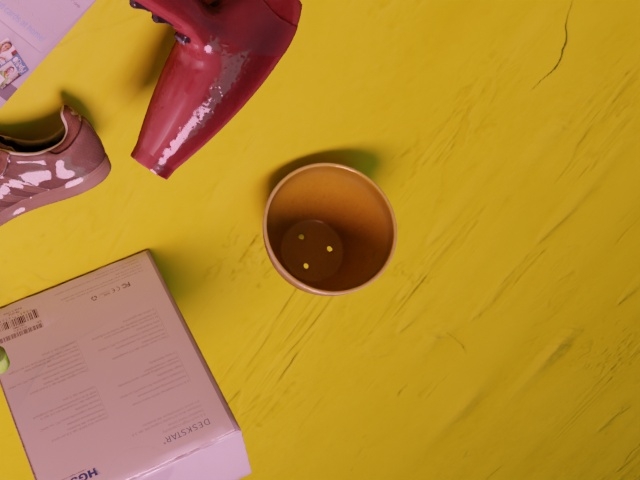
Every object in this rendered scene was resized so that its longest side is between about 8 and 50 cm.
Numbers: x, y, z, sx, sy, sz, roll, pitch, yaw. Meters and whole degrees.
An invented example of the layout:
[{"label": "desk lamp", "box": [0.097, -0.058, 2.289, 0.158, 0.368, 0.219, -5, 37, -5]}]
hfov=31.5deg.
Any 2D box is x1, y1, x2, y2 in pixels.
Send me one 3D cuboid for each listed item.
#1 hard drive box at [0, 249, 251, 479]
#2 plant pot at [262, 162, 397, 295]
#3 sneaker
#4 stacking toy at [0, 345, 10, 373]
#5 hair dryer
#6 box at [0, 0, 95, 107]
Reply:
[{"label": "hard drive box", "box": [-0.196, 0.146, 1.068, 0.181, 0.232, 0.089, -22, 144, -13]}, {"label": "plant pot", "box": [0.000, 0.000, 1.150, 0.134, 0.134, 0.095, -19, 169, -18]}, {"label": "sneaker", "box": [-0.271, -0.052, 0.937, 0.188, 0.066, 0.071, -25, 118, -6]}, {"label": "stacking toy", "box": [-0.380, 0.069, 0.937, 0.221, 0.052, 0.167, -4, 141, -4]}, {"label": "hair dryer", "box": [-0.108, -0.180, 0.863, 0.224, 0.080, 0.293, -19, 131, -34]}, {"label": "box", "box": [-0.239, -0.174, 0.786, 0.186, 0.038, 0.145, -48, 144, 1]}]
